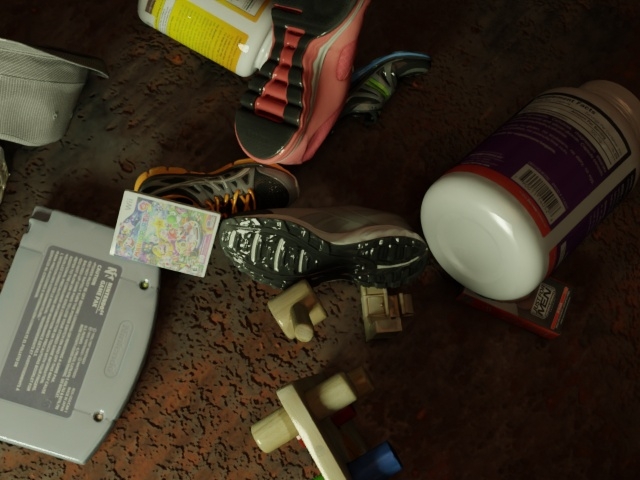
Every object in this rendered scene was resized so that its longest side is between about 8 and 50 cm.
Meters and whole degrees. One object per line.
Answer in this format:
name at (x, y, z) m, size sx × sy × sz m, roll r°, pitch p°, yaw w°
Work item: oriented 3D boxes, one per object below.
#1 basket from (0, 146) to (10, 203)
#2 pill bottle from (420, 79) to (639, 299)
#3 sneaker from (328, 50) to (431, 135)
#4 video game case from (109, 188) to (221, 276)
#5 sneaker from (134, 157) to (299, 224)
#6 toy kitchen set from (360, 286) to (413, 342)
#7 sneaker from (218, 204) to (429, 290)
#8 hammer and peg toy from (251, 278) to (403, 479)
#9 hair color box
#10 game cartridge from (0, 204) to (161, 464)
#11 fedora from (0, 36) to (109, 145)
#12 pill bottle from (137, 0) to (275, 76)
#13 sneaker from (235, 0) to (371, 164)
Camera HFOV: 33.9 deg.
basket at (-0.467, -0.043, 1.311) m, size 0.113 × 0.103 × 0.167 m, roll 14°, pitch 74°, yaw -4°
pill bottle at (0.290, -0.078, 1.362) m, size 0.181 × 0.181 × 0.323 m, roll 48°, pitch 59°, yaw 6°
sneaker at (0.071, -0.203, 1.449) m, size 0.188 × 0.067 × 0.078 m, roll -29°, pitch 89°, yaw -9°
video game case at (-0.194, -0.009, 1.313) m, size 0.122 × 0.011 × 0.087 m, roll 14°, pitch 107°, yaw -9°
sneaker at (-0.133, -0.049, 1.356) m, size 0.215 × 0.084 × 0.083 m, roll -6°, pitch 34°, yaw -1°
toy kitchen set at (0.094, 0.084, 1.369) m, size 0.068 × 0.075 × 0.083 m, roll -4°, pitch 76°, yaw -10°
sneaker at (0.000, 0.000, 1.365) m, size 0.271 × 0.100 × 0.108 m, roll 5°, pitch 31°, yaw -15°
hammer and peg toy at (0.011, 0.227, 1.227) m, size 0.127 × 0.266 × 0.361 m, roll -31°, pitch 82°, yaw 5°
hair color box at (0.262, 0.072, 1.411) m, size 0.141 × 0.043 × 0.072 m, roll 23°, pitch 74°, yaw -1°
game cartridge at (-0.313, 0.119, 1.318) m, size 0.196 × 0.060 × 0.294 m, roll 17°, pitch 75°, yaw 1°
fedora at (-0.391, -0.188, 1.296) m, size 0.243 × 0.275 × 0.124 m, roll 12°, pitch 98°, yaw 4°
pill bottle at (-0.128, -0.299, 1.414) m, size 0.215 × 0.117 × 0.117 m, roll 29°, pitch 74°, yaw 0°
sneaker at (-0.005, -0.240, 1.349) m, size 0.116 × 0.136 × 0.314 m, roll 26°, pitch 94°, yaw 26°
